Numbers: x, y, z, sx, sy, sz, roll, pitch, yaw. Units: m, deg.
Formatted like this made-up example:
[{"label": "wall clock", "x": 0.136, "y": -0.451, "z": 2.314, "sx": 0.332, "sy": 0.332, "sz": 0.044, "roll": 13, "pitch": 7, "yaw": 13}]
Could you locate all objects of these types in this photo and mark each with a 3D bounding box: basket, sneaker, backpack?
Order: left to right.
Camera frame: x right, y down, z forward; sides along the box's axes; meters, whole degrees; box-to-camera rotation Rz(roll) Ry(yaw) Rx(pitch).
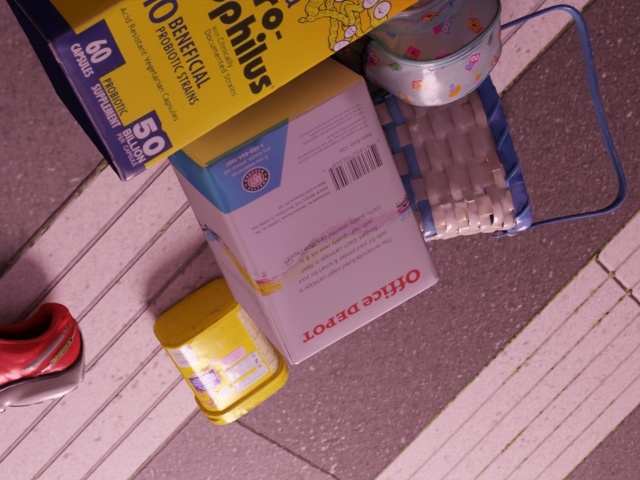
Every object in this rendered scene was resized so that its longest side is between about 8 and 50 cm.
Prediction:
[{"label": "sneaker", "x": -0.404, "y": 0.139, "z": 1.676, "sx": 0.279, "sy": 0.107, "sz": 0.118, "roll": -19, "pitch": 115, "yaw": -26}, {"label": "backpack", "x": 0.103, "y": -0.242, "z": 1.607, "sx": 0.166, "sy": 0.188, "sz": 0.144, "roll": -41, "pitch": 156, "yaw": -26}, {"label": "basket", "x": 0.202, "y": -0.128, "z": 1.760, "sx": 0.289, "sy": 0.201, "sz": 0.255, "roll": -15, "pitch": 94, "yaw": -1}]

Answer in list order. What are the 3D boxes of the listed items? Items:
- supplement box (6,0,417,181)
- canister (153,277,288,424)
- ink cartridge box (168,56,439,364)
[{"label": "supplement box", "x": -0.114, "y": -0.259, "z": 1.463, "sx": 0.356, "sy": 0.195, "sz": 0.194, "roll": -33, "pitch": 137, "yaw": -9}, {"label": "canister", "x": -0.125, "y": 0.139, "z": 1.872, "sx": 0.126, "sy": 0.073, "sz": 0.170, "roll": -34, "pitch": 136, "yaw": -8}, {"label": "ink cartridge box", "x": -0.029, "y": -0.047, "z": 1.652, "sx": 0.198, "sy": 0.197, "sz": 0.270, "roll": -29, "pitch": 120, "yaw": -12}]
